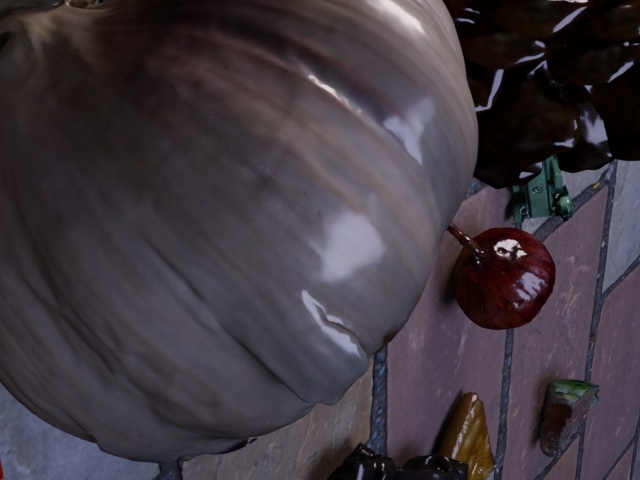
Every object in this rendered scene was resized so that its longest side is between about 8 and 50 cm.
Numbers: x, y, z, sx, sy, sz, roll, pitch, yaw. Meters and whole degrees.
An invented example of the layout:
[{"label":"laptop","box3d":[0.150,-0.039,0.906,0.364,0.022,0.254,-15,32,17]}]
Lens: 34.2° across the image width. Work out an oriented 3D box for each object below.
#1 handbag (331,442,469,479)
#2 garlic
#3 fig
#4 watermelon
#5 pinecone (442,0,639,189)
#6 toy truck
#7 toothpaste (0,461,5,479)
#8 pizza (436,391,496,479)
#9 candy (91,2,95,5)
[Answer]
[{"label":"handbag","box3d":[0.075,0.367,1.205,0.285,0.113,0.257,18,85,-51]},{"label":"garlic","box3d":[-0.054,-0.041,0.574,0.322,0.322,0.241,-50,140,-30]},{"label":"fig","box3d":[0.217,0.030,1.248,0.128,0.128,0.150,-33,121,-45]},{"label":"watermelon","box3d":[0.387,0.280,1.677,0.139,0.071,0.187,-61,155,-4]},{"label":"pinecone","box3d":[0.175,-0.225,0.831,0.397,0.397,0.398,-31,130,-46]},{"label":"toy truck","box3d":[0.275,-0.089,1.326,0.154,0.080,0.078,67,24,-46]},{"label":"toothpaste","box3d":[-0.231,0.235,0.757,0.048,0.031,0.190,-34,130,-39]},{"label":"pizza","box3d":[0.202,0.292,1.427,0.176,0.036,0.185,2,102,-58]},{"label":"candy","box3d":[-0.180,-0.161,0.604,0.275,0.070,0.145,-66,157,-10]}]
